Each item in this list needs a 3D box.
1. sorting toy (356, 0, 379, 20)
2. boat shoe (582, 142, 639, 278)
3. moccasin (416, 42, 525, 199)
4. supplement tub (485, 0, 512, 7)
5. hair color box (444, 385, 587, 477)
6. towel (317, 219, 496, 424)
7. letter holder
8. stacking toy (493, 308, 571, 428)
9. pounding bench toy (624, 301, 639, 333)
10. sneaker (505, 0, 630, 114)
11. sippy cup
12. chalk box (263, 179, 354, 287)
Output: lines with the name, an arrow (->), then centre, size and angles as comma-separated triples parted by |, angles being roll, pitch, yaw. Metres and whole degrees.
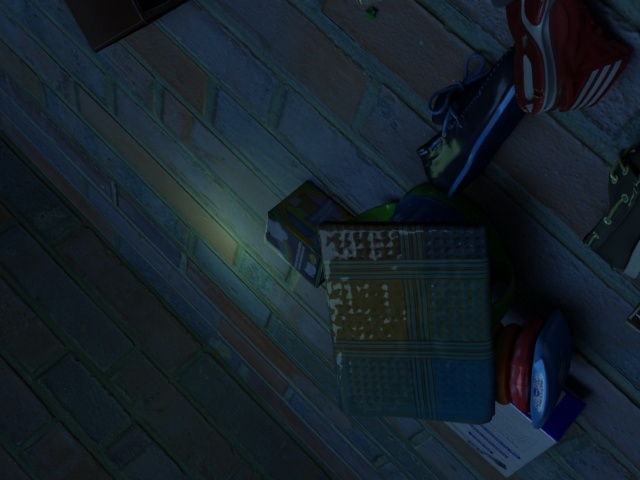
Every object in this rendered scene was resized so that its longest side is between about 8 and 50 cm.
sorting toy -> 0.073, -0.378, 1.155 | 0.062, 0.012, 0.083 | 8, 132, 52
boat shoe -> 0.409, -0.064, 0.959 | 0.091, 0.109, 0.305 | 30, 152, 23
moccasin -> 0.207, -0.173, 1.092 | 0.117, 0.138, 0.342 | 48, 153, 12
supplement tub -> 0.116, -0.423, 0.780 | 0.331, 0.241, 0.241 | 42, 153, 14
hair color box -> 0.379, 0.350, 1.521 | 0.185, 0.110, 0.339 | 41, 156, 16
towel -> 0.144, 0.136, 1.220 | 0.272, 0.040, 0.370 | 0, 116, 17
letter holder -> -0.406, -0.534, 1.518 | 0.302, 0.152, 0.214 | 1, 125, 56
stacking toy -> 0.273, 0.200, 1.328 | 0.302, 0.166, 0.175 | 8, 113, 28
pounding bench toy -> 0.508, 0.115, 1.107 | 0.083, 0.052, 0.065 | 39, 151, 18
sneaker -> 0.301, -0.264, 0.909 | 0.087, 0.128, 0.221 | -152, 60, -69
sippy cup -> 0.171, 0.054, 1.342 | 0.240, 0.224, 0.305 | 57, 153, -14
chalk box -> 0.000, 0.000, 1.632 | 0.213, 0.132, 0.132 | 40, 151, 15
